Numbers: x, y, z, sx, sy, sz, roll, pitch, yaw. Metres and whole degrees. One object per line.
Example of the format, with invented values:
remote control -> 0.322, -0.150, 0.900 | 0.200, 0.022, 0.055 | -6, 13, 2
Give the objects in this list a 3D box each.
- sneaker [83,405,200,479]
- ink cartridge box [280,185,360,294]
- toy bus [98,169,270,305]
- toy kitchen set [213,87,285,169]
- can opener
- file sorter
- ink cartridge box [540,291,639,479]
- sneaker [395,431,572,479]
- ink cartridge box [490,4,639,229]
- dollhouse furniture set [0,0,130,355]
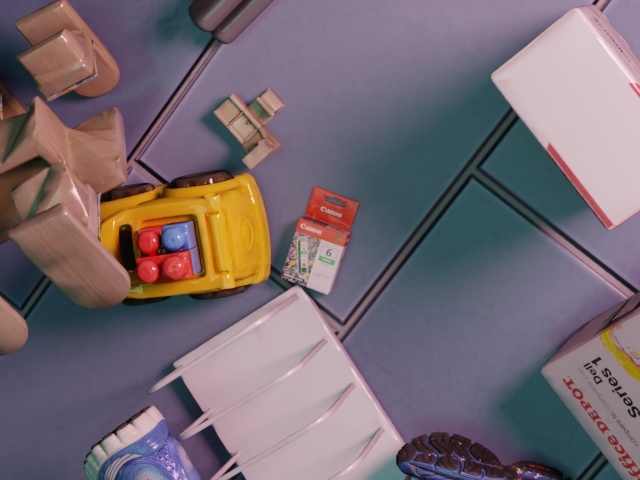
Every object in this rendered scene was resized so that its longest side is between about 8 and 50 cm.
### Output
sneaker -> -0.211, 0.332, 1.683 | 0.147, 0.130, 0.330 | 47, 149, 17
ink cartridge box -> 0.000, 0.000, 1.715 | 0.063, 0.029, 0.115 | 20, 102, 9
toy bus -> -0.189, 0.010, 1.665 | 0.220, 0.211, 0.149 | -7, 98, 14
toy kitchen set -> -0.078, -0.140, 1.688 | 0.068, 0.075, 0.083 | -42, 92, 13
can opener -> -0.044, -0.349, 1.664 | 0.280, 0.074, 0.093 | -47, 52, 12
file sorter -> -0.044, 0.228, 1.685 | 0.193, 0.173, 0.277 | -33, 91, 15
ink cartridge box -> 0.404, 0.143, 1.539 | 0.201, 0.117, 0.278 | 53, 138, 2
sneaker -> 0.189, 0.294, 1.676 | 0.221, 0.083, 0.087 | 21, 109, -5
ink cartridge box -> 0.295, -0.138, 1.511 | 0.114, 0.273, 0.197 | -38, 89, 18
dollhouse furniture set -> -0.378, -0.007, 1.657 | 0.394, 0.362, 0.256 | -25, 134, 13
